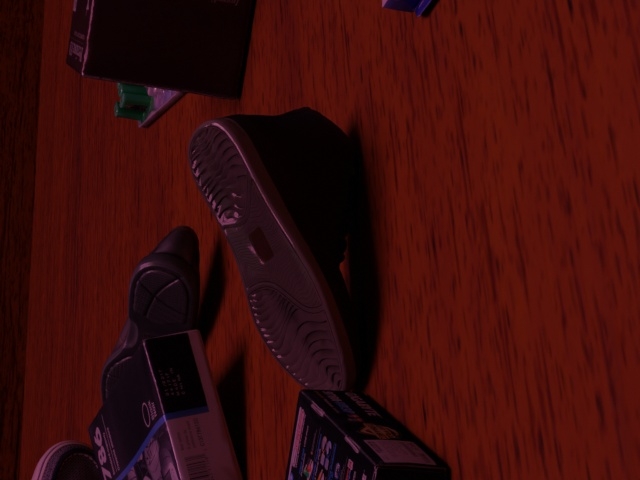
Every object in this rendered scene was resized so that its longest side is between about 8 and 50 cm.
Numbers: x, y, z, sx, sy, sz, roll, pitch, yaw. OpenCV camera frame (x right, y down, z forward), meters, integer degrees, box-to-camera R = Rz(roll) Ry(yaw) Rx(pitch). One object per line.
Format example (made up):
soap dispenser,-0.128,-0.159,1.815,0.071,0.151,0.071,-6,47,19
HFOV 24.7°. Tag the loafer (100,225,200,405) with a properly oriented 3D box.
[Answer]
loafer,-0.169,0.098,1.568,0.084,0.096,0.267,-70,1,-48

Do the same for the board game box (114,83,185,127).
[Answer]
board game box,-0.192,-0.367,1.867,0.390,0.050,0.390,162,114,-71

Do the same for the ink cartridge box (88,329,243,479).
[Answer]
ink cartridge box,-0.167,0.226,1.462,0.332,0.065,0.165,125,131,-58

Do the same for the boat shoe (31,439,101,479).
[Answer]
boat shoe,-0.263,0.377,1.711,0.158,0.127,0.340,-48,46,51

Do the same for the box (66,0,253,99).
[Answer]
box,-0.167,-0.267,1.547,0.168,0.167,0.203,-145,63,-71

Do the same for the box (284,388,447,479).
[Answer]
box,0.014,0.226,0.964,0.175,0.051,0.220,-150,68,-72

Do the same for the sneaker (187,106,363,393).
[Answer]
sneaker,0.000,0.000,1.083,0.083,0.118,0.222,-29,82,46

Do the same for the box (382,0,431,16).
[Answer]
box,0.065,-0.225,1.020,0.081,0.028,0.136,127,148,-58
